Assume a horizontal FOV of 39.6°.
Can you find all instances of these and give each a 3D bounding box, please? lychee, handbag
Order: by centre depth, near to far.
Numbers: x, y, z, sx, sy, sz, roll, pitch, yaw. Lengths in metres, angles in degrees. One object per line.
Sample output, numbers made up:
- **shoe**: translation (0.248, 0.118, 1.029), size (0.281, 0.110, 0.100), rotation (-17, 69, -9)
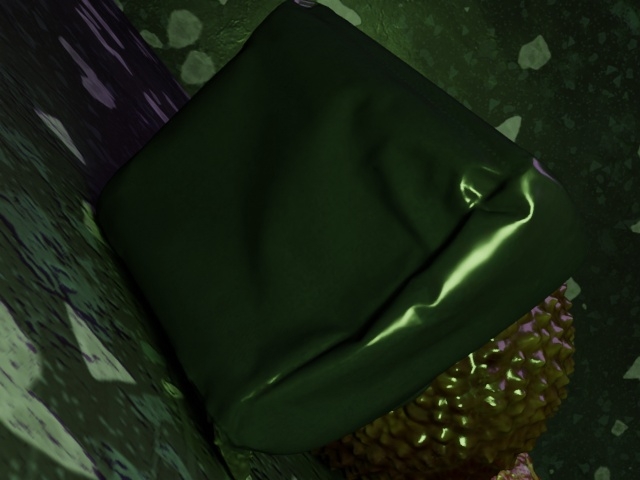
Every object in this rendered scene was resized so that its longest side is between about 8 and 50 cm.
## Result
- **handbag**: translation (0.002, 0.001, 0.650), size (0.178, 0.275, 0.302), rotation (39, 7, -48)
- **lychee**: translation (0.106, 0.103, 0.814), size (0.267, 0.267, 0.267), rotation (52, 3, -3)

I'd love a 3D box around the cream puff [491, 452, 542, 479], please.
- **cream puff**: translation (0.157, 0.268, 0.963), size (0.240, 0.164, 0.240), rotation (46, 3, -3)
